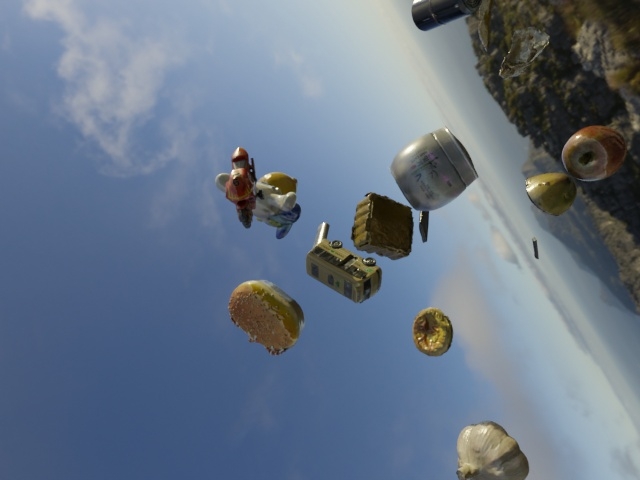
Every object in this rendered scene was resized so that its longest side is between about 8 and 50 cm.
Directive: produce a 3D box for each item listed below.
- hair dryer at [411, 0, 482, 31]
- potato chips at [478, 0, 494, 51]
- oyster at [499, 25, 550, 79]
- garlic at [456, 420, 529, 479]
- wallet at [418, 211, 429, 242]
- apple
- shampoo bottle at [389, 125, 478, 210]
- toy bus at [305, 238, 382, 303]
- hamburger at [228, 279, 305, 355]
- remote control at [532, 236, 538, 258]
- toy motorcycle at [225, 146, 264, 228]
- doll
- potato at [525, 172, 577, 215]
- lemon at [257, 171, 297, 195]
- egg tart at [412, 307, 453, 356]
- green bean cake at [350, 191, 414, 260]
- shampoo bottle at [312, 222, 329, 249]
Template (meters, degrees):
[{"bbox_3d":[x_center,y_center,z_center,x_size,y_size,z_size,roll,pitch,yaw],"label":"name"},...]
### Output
[{"bbox_3d":[0.366,-0.796,1.146,0.107,0.189,0.352,-4,-78,-31],"label":"hair dryer"},{"bbox_3d":[0.717,-1.018,1.721,0.057,0.080,0.407,-32,-48,-65],"label":"potato chips"},{"bbox_3d":[0.914,-0.841,1.865,0.107,0.233,0.161,-1,-135,-47],"label":"oyster"},{"bbox_3d":[0.473,0.661,1.211,0.212,0.218,0.219,-9,-114,-32],"label":"garlic"},{"bbox_3d":[0.506,-0.137,2.000,0.146,0.030,0.285,61,-147,-45],"label":"wallet"},{"bbox_3d":[0.952,-0.303,1.427,0.174,0.188,0.188,-20,-101,-43],"label":"apple"},{"bbox_3d":[0.422,-0.264,1.534,0.273,0.266,0.273,45,-156,-27],"label":"shampoo bottle"},{"bbox_3d":[0.111,0.152,2.005,0.202,0.365,0.177,-36,-40,-37],"label":"toy bus"},{"bbox_3d":[-0.197,0.275,1.497,0.295,0.227,0.151,36,-149,18],"label":"hamburger"},{"bbox_3d":[0.844,0.031,1.613,0.034,0.016,0.091,-76,-32,-61],"label":"remote control"},{"bbox_3d":[-0.258,-0.180,1.388,0.298,0.089,0.171,-98,-11,-45],"label":"toy motorcycle"},{"bbox_3d":[-0.208,-0.150,1.715,0.376,0.187,0.365,39,176,28],"label":"doll"},{"bbox_3d":[0.874,-0.192,1.526,0.202,0.117,0.182,4,-121,-29],"label":"potato"},{"bbox_3d":[-0.225,-0.254,2.082,0.187,0.244,0.187,160,90,-80],"label":"lemon"},{"bbox_3d":[0.556,0.448,2.006,0.106,0.241,0.241,11,-131,-35],"label":"egg tart"},{"bbox_3d":[0.240,-0.051,1.580,0.224,0.131,0.230,18,-114,-22],"label":"green bean cake"},{"bbox_3d":[0.000,0.000,2.317,0.056,0.086,0.227,34,-138,-20],"label":"shampoo bottle"}]
